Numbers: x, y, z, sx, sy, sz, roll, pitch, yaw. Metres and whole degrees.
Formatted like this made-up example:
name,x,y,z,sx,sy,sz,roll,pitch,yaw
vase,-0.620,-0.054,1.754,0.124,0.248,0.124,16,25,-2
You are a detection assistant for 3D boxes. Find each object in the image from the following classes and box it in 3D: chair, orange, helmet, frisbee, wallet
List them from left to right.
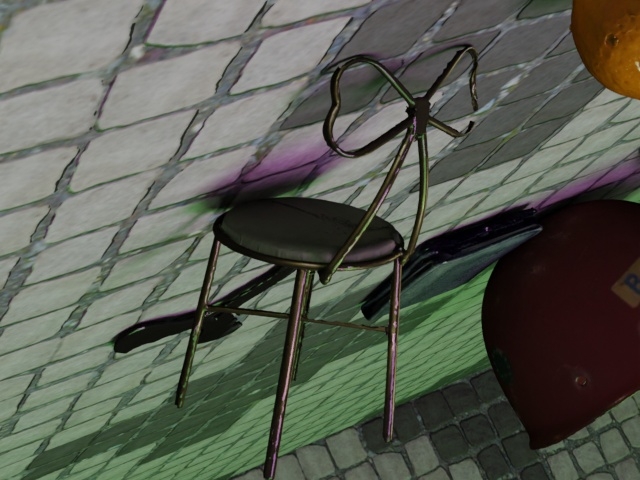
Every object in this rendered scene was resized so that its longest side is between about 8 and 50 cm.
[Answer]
name,x,y,z,sx,sy,sz,roll,pitch,yaw
frisbee,-0.091,0.064,1.349,0.187,0.012,0.211,-31,166,16
chair,0.000,0.000,1.021,0.159,0.170,0.326,-9,116,-40
wallet,0.156,0.031,1.639,0.167,0.036,0.222,-19,166,-29
helmet,0.344,0.066,1.710,0.385,0.230,0.337,-40,176,-28
orange,0.231,-0.154,0.891,0.135,0.117,0.136,4,136,4
